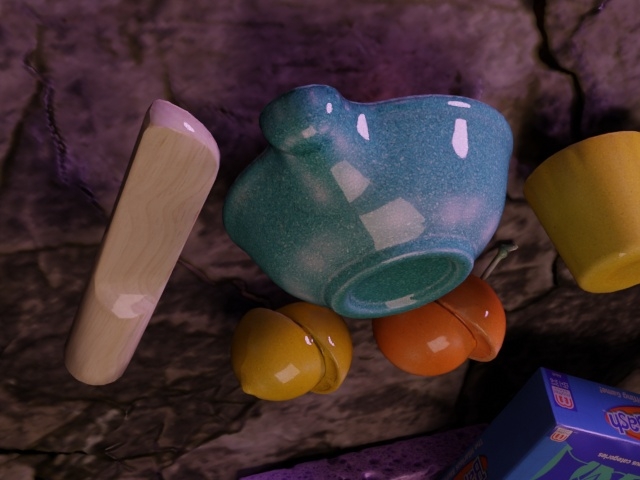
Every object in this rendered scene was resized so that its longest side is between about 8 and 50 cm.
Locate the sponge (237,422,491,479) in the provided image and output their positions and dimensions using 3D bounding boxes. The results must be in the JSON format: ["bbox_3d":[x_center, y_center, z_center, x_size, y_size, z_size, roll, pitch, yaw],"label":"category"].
[{"bbox_3d":[0.043,0.181,0.812,0.210,0.031,0.117,-9,140,-16],"label":"sponge"}]

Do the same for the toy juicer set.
[{"bbox_3d":[0.000,0.000,0.549,0.329,0.089,0.209,6,147,-42],"label":"toy juicer set"}]

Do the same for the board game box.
[{"bbox_3d":[0.156,0.179,0.772,0.160,0.047,0.210,16,131,-20],"label":"board game box"}]
